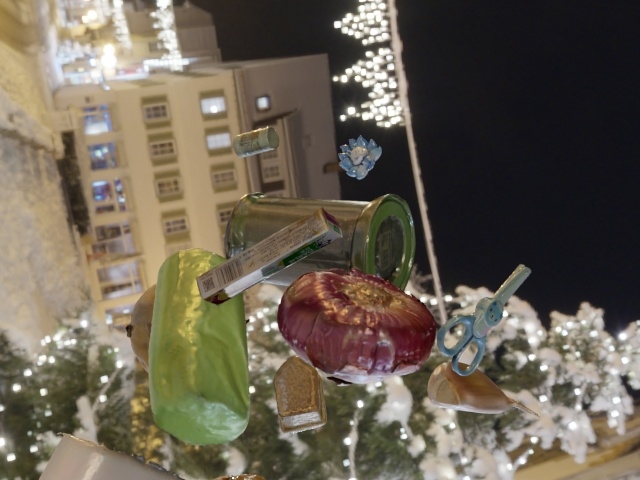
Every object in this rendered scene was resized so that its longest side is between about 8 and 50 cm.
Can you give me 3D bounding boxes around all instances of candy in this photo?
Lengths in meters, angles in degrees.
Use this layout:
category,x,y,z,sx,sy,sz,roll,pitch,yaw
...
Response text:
category,x,y,z,sx,sy,sz,roll,pitch,yaw
candy,-0.183,0.146,1.046,0.343,0.132,0.142,-104,176,-54

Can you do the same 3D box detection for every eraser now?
category,x,y,z,sx,sy,sz,roll,pitch,yaw
eraser,-0.249,0.389,0.958,0.331,0.332,0.149,127,-14,-67

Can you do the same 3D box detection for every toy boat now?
category,x,y,z,sx,sy,sz,roll,pitch,yaw
toy boat,-0.052,0.349,1.616,0.188,0.116,0.061,-101,178,-46

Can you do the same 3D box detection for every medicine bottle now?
category,x,y,z,sx,sy,sz,roll,pitch,yaw
medicine bottle,-0.128,-0.194,1.361,0.083,0.047,0.047,-9,-87,29

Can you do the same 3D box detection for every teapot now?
category,x,y,z,sx,sy,sz,roll,pitch,yaw
teapot,0.000,0.000,1.310,0.337,0.270,0.200,5,-75,31

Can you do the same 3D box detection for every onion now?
category,x,y,z,sx,sy,sz,roll,pitch,yaw
onion,0.044,0.137,0.984,0.230,0.230,0.163,52,-54,54

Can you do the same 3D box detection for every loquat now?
category,x,y,z,sx,sy,sz,roll,pitch,yaw
loquat,-0.272,0.179,1.438,0.244,0.244,0.243,168,-90,-72

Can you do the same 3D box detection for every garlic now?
category,x,y,z,sx,sy,sz,roll,pitch,yaw
garlic,0.343,0.335,1.511,0.128,0.267,0.148,-61,-148,38

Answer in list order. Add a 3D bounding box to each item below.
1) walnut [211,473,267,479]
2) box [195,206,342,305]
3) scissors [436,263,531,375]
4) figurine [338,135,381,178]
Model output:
category,x,y,z,sx,sy,sz,roll,pitch,yaw
walnut,-0.148,0.529,1.213,0.195,0.196,0.221,146,-55,-71
box,-0.070,0.024,0.922,0.050,0.207,0.041,33,31,-61
scissors,0.325,0.141,1.331,0.030,0.256,0.125,17,-33,57
figurine,0.093,-0.218,1.762,0.079,0.114,0.114,17,57,-73
